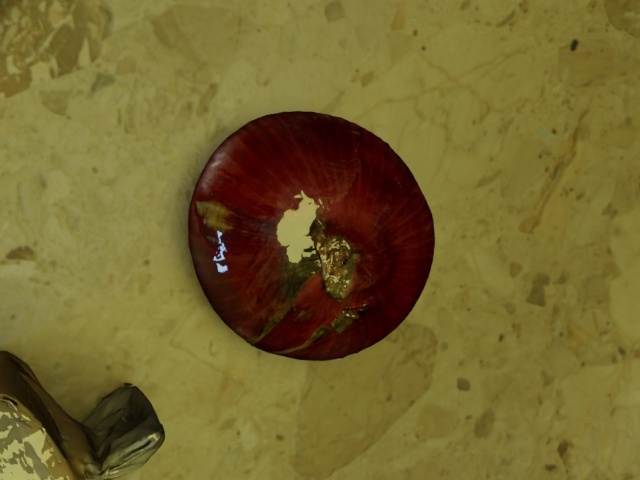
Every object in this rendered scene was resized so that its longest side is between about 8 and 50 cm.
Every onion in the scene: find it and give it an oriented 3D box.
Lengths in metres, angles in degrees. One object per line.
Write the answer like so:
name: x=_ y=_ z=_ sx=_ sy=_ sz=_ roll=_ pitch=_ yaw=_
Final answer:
onion: x=-0.002 y=-0.004 z=1.203 sx=0.248 sy=0.161 sz=0.248 roll=7 pitch=76 yaw=-31

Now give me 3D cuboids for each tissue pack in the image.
tissue pack: x=-0.231 y=0.203 z=1.063 sx=0.238 sy=0.305 sz=0.239 roll=0 pitch=91 yaw=-13
